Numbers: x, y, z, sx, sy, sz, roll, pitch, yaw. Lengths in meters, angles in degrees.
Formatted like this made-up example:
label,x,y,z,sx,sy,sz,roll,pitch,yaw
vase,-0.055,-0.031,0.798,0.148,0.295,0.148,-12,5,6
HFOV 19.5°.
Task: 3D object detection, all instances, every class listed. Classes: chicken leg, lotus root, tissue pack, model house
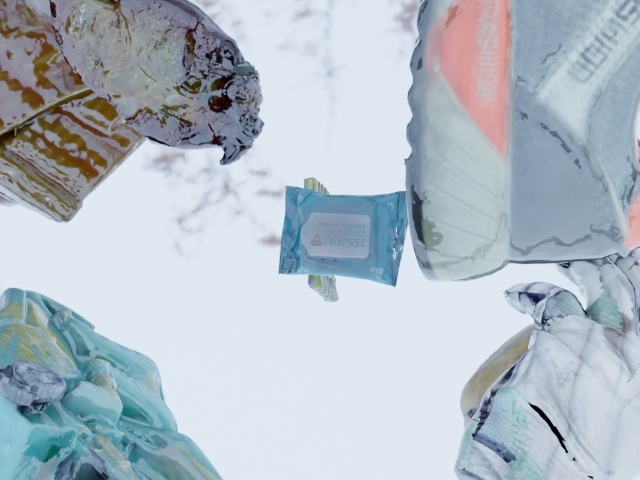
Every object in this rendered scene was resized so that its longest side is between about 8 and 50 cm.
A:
label,x,y,z,sx,sy,sz,roll,pitch,yaw
chicken leg,-0.124,-0.149,1.157,0.106,0.051,0.253,-42,-102,34
lotus root,0.213,0.126,1.634,0.118,0.221,0.125,53,-31,10
tissue pack,0.022,-0.006,1.647,0.138,0.028,0.085,6,-90,41
model house,-0.250,-0.096,1.345,0.219,0.229,0.199,-29,-74,26

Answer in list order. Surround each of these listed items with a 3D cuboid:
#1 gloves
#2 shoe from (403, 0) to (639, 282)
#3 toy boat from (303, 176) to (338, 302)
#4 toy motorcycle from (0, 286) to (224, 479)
label,x,y,z,sx,sy,sz,roll,pitch,yaw
gloves,0.162,0.075,1.056,0.127,0.212,0.111,46,-19,-16
shoe,0.129,-0.141,0.768,0.171,0.132,0.336,6,-79,6
toy boat,0.000,0.000,1.819,0.016,0.063,0.115,-8,-107,15
toy motorcycle,-0.178,0.117,1.267,0.296,0.198,0.109,41,-69,35
